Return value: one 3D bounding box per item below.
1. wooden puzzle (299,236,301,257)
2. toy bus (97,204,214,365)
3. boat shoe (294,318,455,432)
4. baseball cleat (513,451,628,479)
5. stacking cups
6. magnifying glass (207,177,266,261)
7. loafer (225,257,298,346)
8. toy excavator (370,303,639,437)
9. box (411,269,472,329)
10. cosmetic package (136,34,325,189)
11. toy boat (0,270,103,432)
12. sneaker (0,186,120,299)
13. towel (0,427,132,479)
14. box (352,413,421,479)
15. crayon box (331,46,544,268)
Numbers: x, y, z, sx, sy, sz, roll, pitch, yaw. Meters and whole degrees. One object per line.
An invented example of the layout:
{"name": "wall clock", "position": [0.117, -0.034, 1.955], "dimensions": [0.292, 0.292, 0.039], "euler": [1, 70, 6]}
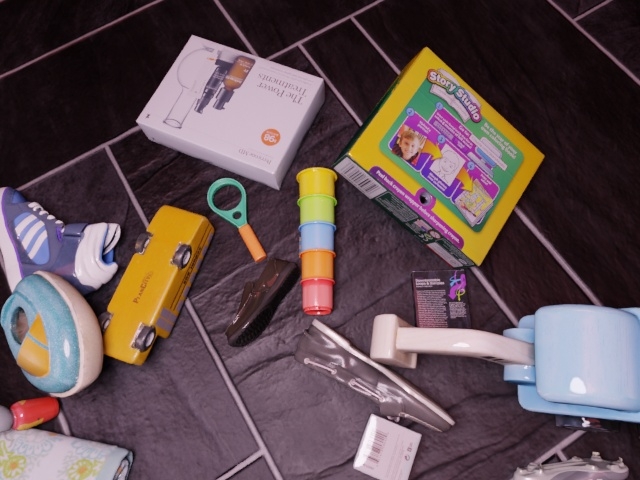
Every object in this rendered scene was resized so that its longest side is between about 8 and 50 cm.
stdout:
{"name": "wooden puzzle", "position": [-0.024, 0.017, 1.078], "dimensions": [0.049, 0.006, 0.084], "euler": [0, 69, 3]}
{"name": "toy bus", "position": [-0.347, 0.092, 1.001], "dimensions": [0.108, 0.130, 0.333], "euler": [17, 71, 8]}
{"name": "boat shoe", "position": [0.096, 0.283, 0.926], "dimensions": [0.335, 0.112, 0.096], "euler": [33, 87, 19]}
{"name": "baseball cleat", "position": [0.461, 0.458, 0.865], "dimensions": [0.205, 0.072, 0.110], "euler": [-6, 83, 5]}
{"name": "stacking cups", "position": [0.000, 0.000, 1.032], "dimensions": [0.095, 0.096, 0.317], "euler": [-4, 70, 1]}
{"name": "magnifying glass", "position": [-0.191, -0.050, 1.103], "dimensions": [0.092, 0.026, 0.231], "euler": [-29, 71, -8]}
{"name": "loafer", "position": [-0.135, 0.128, 1.012], "dimensions": [0.078, 0.080, 0.220], "euler": [29, 68, 23]}
{"name": "toy excavator", "position": [0.373, 0.198, 0.827], "dimensions": [0.444, 0.432, 0.223], "euler": [22, 67, -31]}
{"name": "box", "position": [0.257, 0.143, 1.005], "dimensions": [0.115, 0.029, 0.162], "euler": [-1, 71, 2]}
{"name": "cosmetic package", "position": [-0.215, -0.324, 1.171], "dimensions": [0.376, 0.097, 0.285], "euler": [21, 75, 10]}
{"name": "toy boat", "position": [-0.537, 0.233, 0.881], "dimensions": [0.267, 0.148, 0.319], "euler": [34, 106, 30]}
{"name": "sneaker", "position": [-0.578, -0.015, 1.065], "dimensions": [0.236, 0.130, 0.323], "euler": [-22, 66, -14]}
{"name": "towel", "position": [-0.553, 0.516, 0.811], "dimensions": [0.320, 0.090, 0.375], "euler": [10, 44, 5]}
{"name": "box", "position": [0.123, 0.393, 0.886], "dimensions": [0.101, 0.087, 0.101], "euler": [20, 72, 9]}
{"name": "crayon box", "position": [0.260, -0.172, 1.017], "dimensions": [0.362, 0.106, 0.313], "euler": [39, 73, -10]}
